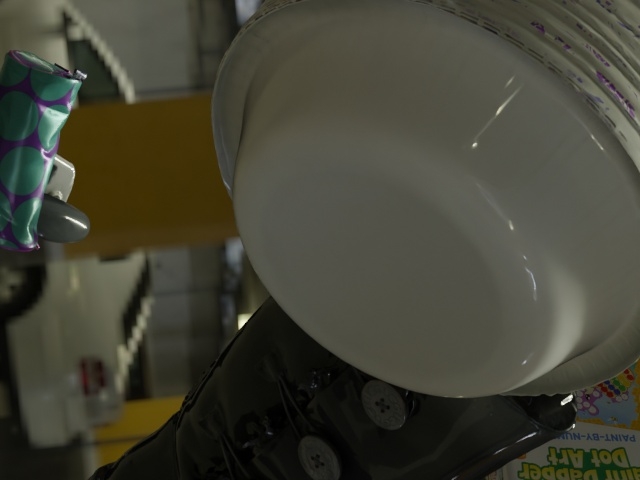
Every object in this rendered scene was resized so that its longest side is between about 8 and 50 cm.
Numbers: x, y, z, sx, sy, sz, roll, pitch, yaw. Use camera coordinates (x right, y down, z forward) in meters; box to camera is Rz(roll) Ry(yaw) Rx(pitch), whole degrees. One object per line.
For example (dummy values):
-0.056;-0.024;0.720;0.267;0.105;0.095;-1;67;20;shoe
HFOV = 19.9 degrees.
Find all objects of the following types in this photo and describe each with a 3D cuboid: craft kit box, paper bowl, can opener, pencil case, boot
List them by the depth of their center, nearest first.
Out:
0.066;-0.026;1.002;0.148;0.284;0.284;-53;157;-37;paper bowl
0.043;0.215;1.385;0.445;0.367;0.146;-44;177;35;boot
-0.234;-0.070;1.436;0.064;0.070;0.151;21;-83;37;pencil case
-0.301;-0.075;1.578;0.095;0.076;0.283;32;-1;38;can opener
0.257;0.138;1.684;0.061;0.250;0.246;123;-35;-55;craft kit box
